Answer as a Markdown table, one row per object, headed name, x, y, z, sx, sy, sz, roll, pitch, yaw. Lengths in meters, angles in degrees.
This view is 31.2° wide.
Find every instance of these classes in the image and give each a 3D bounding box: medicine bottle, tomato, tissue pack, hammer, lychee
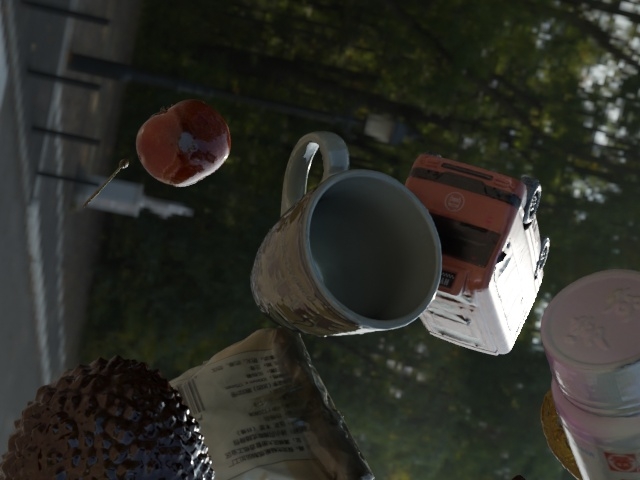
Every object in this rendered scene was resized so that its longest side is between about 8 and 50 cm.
| name | x | y | z | sx | sy | sz | roll | pitch | yaw |
| --- | --- | --- | --- | --- | --- | --- | --- | --- | --- |
| medicine bottle | 0.306 | 0.159 | 1.109 | 0.152 | 0.152 | 0.254 | -91 | 159 | -52 |
| tomato | -0.221 | -0.165 | 1.902 | 0.139 | 0.159 | 0.091 | 63 | -17 | -8 |
| tissue pack | -0.143 | 0.348 | 1.953 | 0.195 | 0.375 | 0.390 | 68 | -4 | -49 |
| hammer | -0.370 | -0.096 | 1.964 | 0.123 | 0.014 | 0.029 | -43 | -175 | 23 |
| lychee | -0.271 | 0.289 | 1.451 | 0.304 | 0.275 | 0.276 | -23 | 139 | -47 |

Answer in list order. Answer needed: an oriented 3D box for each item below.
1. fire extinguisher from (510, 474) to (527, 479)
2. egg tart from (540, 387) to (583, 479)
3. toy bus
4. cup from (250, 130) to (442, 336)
| name | x | y | z | sx | sy | sz | roll | pitch | yaw |
| --- | --- | --- | --- | --- | --- | --- | --- | --- | --- |
| fire extinguisher | 0.294 | 0.350 | 1.453 | 0.039 | 0.132 | 0.056 | -53 | 148 | -2 |
| egg tart | 0.451 | 0.260 | 1.742 | 0.147 | 0.202 | 0.203 | -23 | 132 | -59 |
| toy bus | 0.245 | 0.031 | 1.911 | 0.233 | 0.203 | 0.427 | -68 | 159 | -15 |
| cup | 0.000 | 0.000 | 1.660 | 0.257 | 0.227 | 0.301 | -22 | -101 | 54 |
